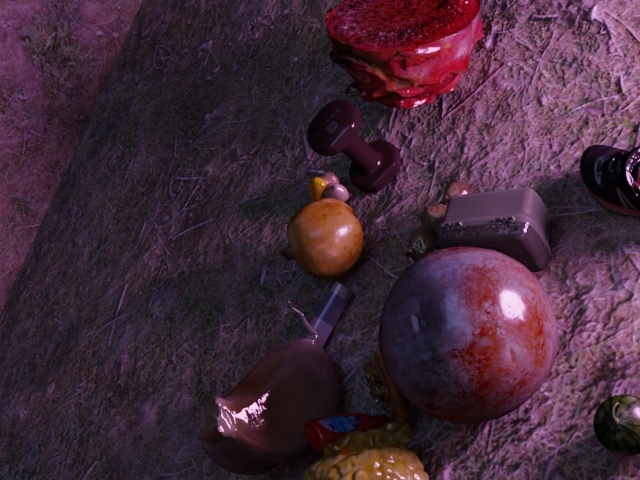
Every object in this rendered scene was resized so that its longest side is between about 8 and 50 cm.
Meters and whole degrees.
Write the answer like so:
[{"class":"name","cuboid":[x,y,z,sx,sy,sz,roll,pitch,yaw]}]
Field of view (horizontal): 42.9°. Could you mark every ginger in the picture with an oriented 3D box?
[{"class":"ginger","cuboid":[0.260,-0.036,1.733,0.104,0.080,0.204,24,79,15]}]

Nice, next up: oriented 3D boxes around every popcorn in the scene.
[{"class":"popcorn","cuboid":[0.084,0.444,1.477,0.237,0.206,0.252,-14,42,52]}]

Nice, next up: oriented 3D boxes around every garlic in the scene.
[{"class":"garlic","cuboid":[-0.100,0.341,1.707,0.340,0.246,0.231,-54,6,-38]}]

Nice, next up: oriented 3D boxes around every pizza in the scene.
[{"class":"pizza","cuboid":[0.117,0.273,1.618,0.052,0.185,0.195,-18,12,-10]}]

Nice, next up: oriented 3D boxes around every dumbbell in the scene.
[{"class":"dumbbell","cuboid":[0.080,-0.218,1.906,0.140,0.225,0.124,-48,45,7]}]

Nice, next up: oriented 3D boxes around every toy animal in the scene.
[{"class":"toy animal","cuboid":[0.022,-0.138,2.015,0.114,0.091,0.082,-7,44,41]}]

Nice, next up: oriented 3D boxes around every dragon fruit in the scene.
[{"class":"dragon fruit","cuboid":[0.207,-0.461,1.936,0.370,0.249,0.386,-7,41,7]}]

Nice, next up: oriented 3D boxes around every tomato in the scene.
[{"class":"tomato","cuboid":[0.260,0.164,1.453,0.316,0.282,0.317,-16,65,37]}]

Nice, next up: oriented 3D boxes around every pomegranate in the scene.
[{"class":"pomegranate","cuboid":[0.000,0.000,1.868,0.196,0.196,0.196,-23,49,29]}]

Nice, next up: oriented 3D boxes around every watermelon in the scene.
[{"class":"watermelon","cuboid":[0.481,0.293,1.287,0.109,0.109,0.109,-23,49,29]}]

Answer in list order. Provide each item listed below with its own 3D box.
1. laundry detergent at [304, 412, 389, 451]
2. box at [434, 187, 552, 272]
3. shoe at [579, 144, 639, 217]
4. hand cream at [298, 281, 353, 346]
[{"class":"laundry detergent","cuboid":[0.057,0.366,1.592,0.097,0.165,0.049,34,124,57]},{"class":"box","cuboid":[0.340,-0.015,1.598,0.210,0.148,0.129,-6,51,37]},{"class":"shoe","cuboid":[0.571,-0.109,1.459,0.114,0.137,0.291,-53,40,-2]},{"class":"hand cream","cuboid":[-0.013,0.212,1.832,0.079,0.048,0.255,25,83,53]}]
